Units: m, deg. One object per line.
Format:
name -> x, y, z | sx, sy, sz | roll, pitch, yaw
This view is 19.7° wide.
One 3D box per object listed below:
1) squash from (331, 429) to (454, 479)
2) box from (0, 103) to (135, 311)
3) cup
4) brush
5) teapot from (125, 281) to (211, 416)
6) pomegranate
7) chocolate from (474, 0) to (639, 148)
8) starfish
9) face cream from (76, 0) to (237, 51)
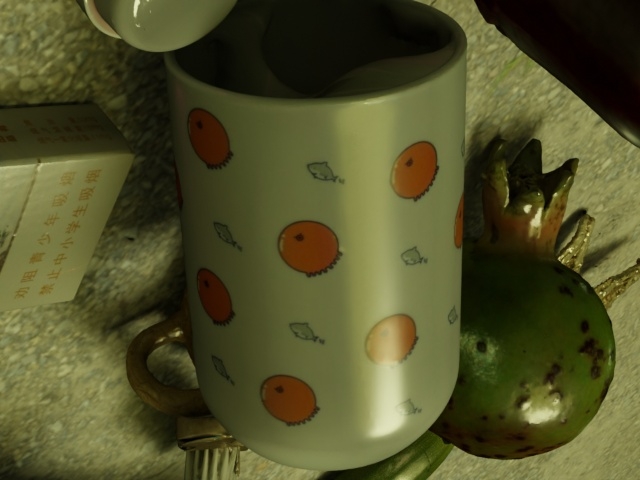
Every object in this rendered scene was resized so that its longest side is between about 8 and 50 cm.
squash -> 0.068, 0.253, 1.977 | 0.252, 0.066, 0.066 | -39, 149, -8
box -> -0.257, -0.015, 1.285 | 0.233, 0.067, 0.149 | -8, 133, -44
cup -> 0.000, 0.000, 1.357 | 0.212, 0.212, 0.317 | -20, 123, -32
brush -> -0.094, 0.186, 1.581 | 0.070, 0.065, 0.327 | 0, 170, -3
teapot -> -0.016, 0.083, 1.574 | 0.311, 0.167, 0.203 | -18, 143, -31
pomegranate -> 0.182, 0.072, 1.722 | 0.231, 0.231, 0.286 | -5, 133, -45
chocolate -> 0.317, -0.232, 1.411 | 0.384, 0.331, 0.383 | -26, 144, -21
starfish -> 0.251, 0.079, 1.969 | 0.231, 0.048, 0.295 | -39, 141, 1
face cream -> -0.112, -0.189, 1.194 | 0.117, 0.104, 0.117 | -29, 146, -22
